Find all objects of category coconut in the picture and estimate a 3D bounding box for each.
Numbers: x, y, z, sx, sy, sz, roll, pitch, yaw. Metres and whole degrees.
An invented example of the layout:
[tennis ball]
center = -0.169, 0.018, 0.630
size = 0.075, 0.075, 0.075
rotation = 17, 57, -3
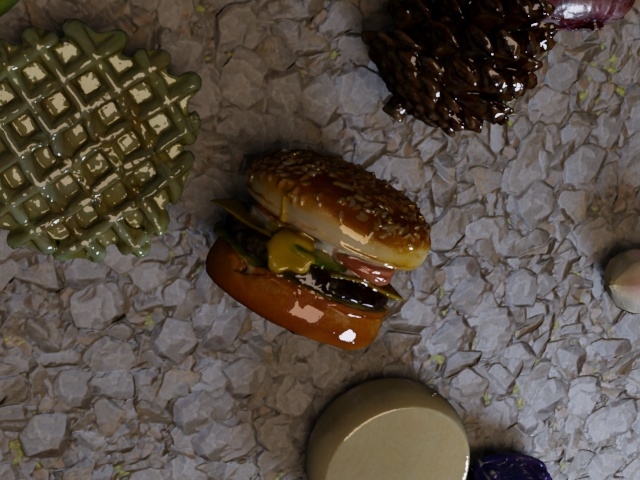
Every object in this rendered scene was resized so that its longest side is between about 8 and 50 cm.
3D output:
[coconut]
center = 0.519, 0.068, 1.589
size = 0.124, 0.110, 0.110
rotation = -5, 111, -25

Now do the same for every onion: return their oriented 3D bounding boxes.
[onion]
center = 0.368, -0.366, 1.380
size = 0.206, 0.098, 0.151
rotation = -11, 114, -14

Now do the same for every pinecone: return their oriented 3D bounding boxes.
[pinecone]
center = 0.191, -0.258, 1.297
size = 0.272, 0.224, 0.224
rotation = -39, 117, -4

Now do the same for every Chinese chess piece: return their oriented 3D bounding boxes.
[Chinese chess piece]
center = 0.109, 0.349, 1.554
size = 0.273, 0.102, 0.273
rotation = -6, 112, -15

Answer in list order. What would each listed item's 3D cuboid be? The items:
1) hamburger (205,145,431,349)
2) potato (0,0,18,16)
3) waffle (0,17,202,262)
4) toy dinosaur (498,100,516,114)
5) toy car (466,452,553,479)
[hamburger]
center = 0.000, 0.000, 1.302
size = 0.291, 0.291, 0.225
rotation = 22, 101, -24
[potato]
center = -0.381, -0.386, 1.063
size = 0.216, 0.216, 0.304
rotation = 18, 112, -24
[waffle]
center = -0.302, -0.116, 1.215
size = 0.292, 0.056, 0.309
rotation = 13, 107, -22
[toy dinosaur]
center = 0.248, -0.194, 1.431
size = 0.083, 0.047, 0.030
rotation = -12, 114, -16
[toy car]
center = 0.316, 0.485, 1.641
size = 0.172, 0.158, 0.235
rotation = 6, 108, -21
